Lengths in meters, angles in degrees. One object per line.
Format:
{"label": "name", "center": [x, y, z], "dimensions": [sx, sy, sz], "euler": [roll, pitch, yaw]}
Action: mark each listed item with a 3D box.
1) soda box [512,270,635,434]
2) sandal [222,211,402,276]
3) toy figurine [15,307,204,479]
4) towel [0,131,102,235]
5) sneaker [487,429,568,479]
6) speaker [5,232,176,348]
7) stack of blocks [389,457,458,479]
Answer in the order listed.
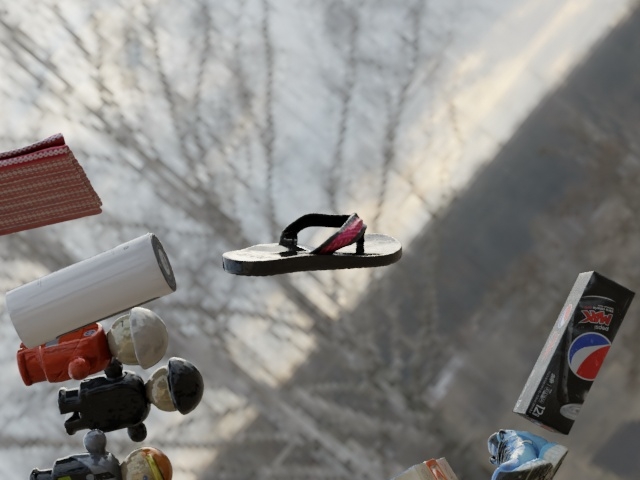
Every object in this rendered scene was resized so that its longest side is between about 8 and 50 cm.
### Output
{"label": "soda box", "center": [0.267, 0.118, 1.850], "dimensions": [0.169, 0.053, 0.060], "euler": [-64, 5, -6]}
{"label": "sandal", "center": [0.000, 0.000, 1.304], "dimensions": [0.179, 0.067, 0.040], "euler": [-5, -82, -50]}
{"label": "toy figurine", "center": [-0.191, 0.188, 1.697], "dimensions": [0.148, 0.210, 0.213], "euler": [-12, -29, 4]}
{"label": "towel", "center": [-0.342, -0.049, 1.858], "dimensions": [0.199, 0.031, 0.275], "euler": [-13, -12, -3]}
{"label": "sneaker", "center": [0.193, 0.227, 1.760], "dimensions": [0.063, 0.073, 0.162], "euler": [-63, -16, 11]}
{"label": "speaker", "center": [-0.193, 0.042, 1.474], "dimensions": [0.136, 0.055, 0.055], "euler": [-22, -6, 4]}
{"label": "stack of blocks", "center": [-0.006, 0.293, 1.444], "dimensions": [0.297, 0.087, 0.171], "euler": [-34, -11, 10]}
